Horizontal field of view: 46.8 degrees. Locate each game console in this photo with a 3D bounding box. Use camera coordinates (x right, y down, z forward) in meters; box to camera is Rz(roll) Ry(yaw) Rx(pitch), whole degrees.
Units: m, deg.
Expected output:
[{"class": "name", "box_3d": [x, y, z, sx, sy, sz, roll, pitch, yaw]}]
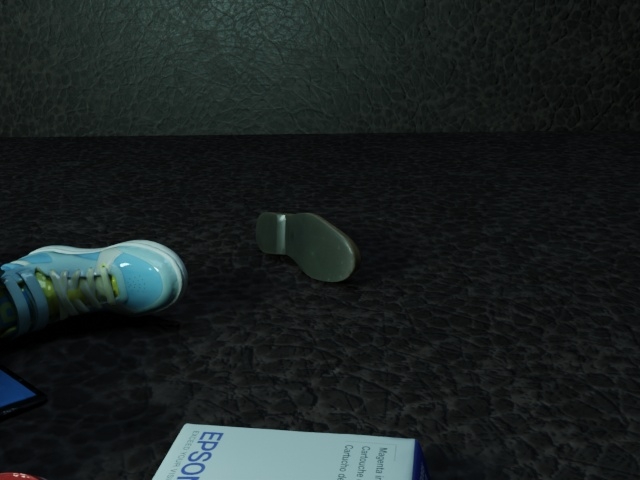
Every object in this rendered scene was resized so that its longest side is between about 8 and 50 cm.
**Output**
[{"class": "game console", "box_3d": [-0.433, 0.165, 0.913, 0.144, 0.124, 0.085, 14, 50, 41]}]

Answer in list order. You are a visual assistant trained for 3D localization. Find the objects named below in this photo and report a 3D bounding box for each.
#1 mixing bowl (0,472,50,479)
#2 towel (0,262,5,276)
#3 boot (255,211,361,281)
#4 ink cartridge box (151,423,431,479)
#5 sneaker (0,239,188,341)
[{"class": "mixing bowl", "box_3d": [-0.259, 0.254, 0.592, 0.182, 0.098, 0.181, -2, 18, 1]}, {"class": "towel", "box_3d": [-0.598, 0.134, 0.910, 0.370, 0.040, 0.271, -22, 19, -3]}, {"class": "boot", "box_3d": [0.000, 0.000, 1.365, 0.115, 0.112, 0.305, 0, 12, -32]}, {"class": "ink cartridge box", "box_3d": [-0.003, 0.264, 0.589, 0.330, 0.071, 0.324, 0, 17, 9]}, {"class": "sneaker", "box_3d": [-0.371, 0.083, 1.099, 0.319, 0.127, 0.208, -4, 13, 25]}]
